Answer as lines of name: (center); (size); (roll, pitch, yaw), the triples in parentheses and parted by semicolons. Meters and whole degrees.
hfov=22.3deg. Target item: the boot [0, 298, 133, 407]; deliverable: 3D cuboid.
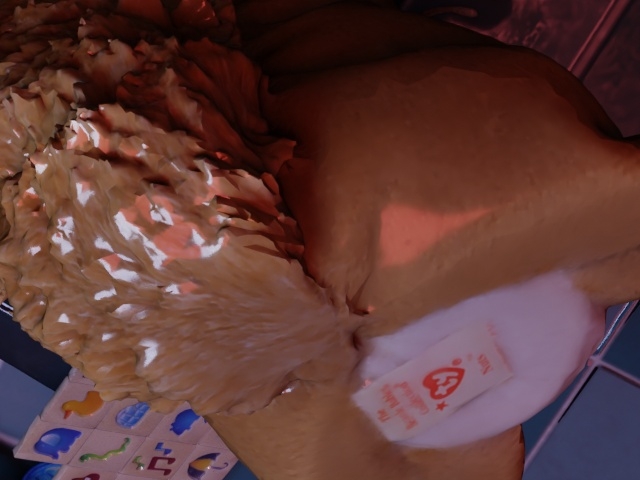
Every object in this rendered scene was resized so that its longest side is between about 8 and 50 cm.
boot: (-0.162, -0.009, 1.043); (0.207, 0.094, 0.246); (24, 118, -8)

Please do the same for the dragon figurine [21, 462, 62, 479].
dragon figurine: (-0.185, 0.213, 1.149); (0.289, 0.144, 0.085); (27, 110, -34)

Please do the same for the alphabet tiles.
alphabet tiles: (-0.078, 0.104, 1.063); (0.198, 0.009, 0.237); (14, 129, -35)

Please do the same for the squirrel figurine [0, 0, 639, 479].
squirrel figurine: (-0.033, -0.062, 0.853); (0.397, 0.370, 0.281); (7, 128, -32)
